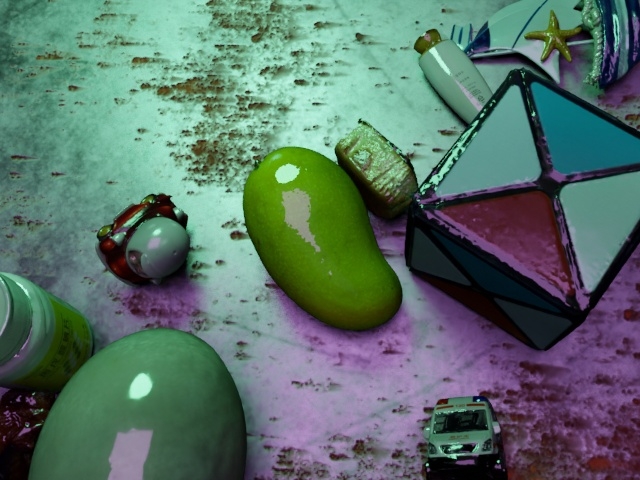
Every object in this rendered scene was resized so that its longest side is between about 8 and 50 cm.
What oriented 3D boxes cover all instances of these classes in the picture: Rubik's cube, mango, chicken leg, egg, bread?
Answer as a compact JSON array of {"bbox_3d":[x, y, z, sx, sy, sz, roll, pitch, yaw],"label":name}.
[{"bbox_3d":[0.275,-0.030,0.967,0.250,0.246,0.248,34,77,15],"label":"Rubik's cube"},{"bbox_3d":[0.000,0.000,1.044,0.175,0.143,0.293,-32,82,-12],"label":"mango"},{"bbox_3d":[-0.464,0.302,0.978,0.177,0.083,0.322,38,106,-1],"label":"chicken leg"},{"bbox_3d":[-0.221,0.282,0.903,0.258,0.258,0.352,5,71,7],"label":"egg"},{"bbox_3d":[0.082,-0.097,1.073,0.069,0.128,0.140,-40,66,-6],"label":"bread"}]

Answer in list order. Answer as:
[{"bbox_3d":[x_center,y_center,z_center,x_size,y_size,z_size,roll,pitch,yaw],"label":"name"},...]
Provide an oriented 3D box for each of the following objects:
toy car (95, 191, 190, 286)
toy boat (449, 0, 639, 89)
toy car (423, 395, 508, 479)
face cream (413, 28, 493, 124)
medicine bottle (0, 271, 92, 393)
[{"bbox_3d":[-0.237,0.002,1.062,0.112,0.112,0.139,15,60,45],"label":"toy car"},{"bbox_3d":[0.351,-0.327,1.175,0.291,0.067,0.221,-5,70,15],"label":"toy boat"},{"bbox_3d":[0.179,0.241,0.904,0.089,0.209,0.108,-6,72,16],"label":"toy car"},{"bbox_3d":[0.213,-0.251,1.151,0.072,0.051,0.182,-32,72,-5],"label":"face cream"},{"bbox_3d":[-0.410,0.121,0.972,0.143,0.258,0.144,-1,72,4],"label":"medicine bottle"}]
